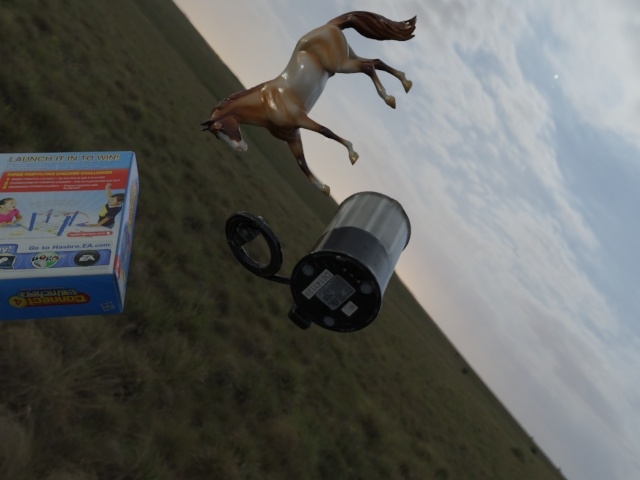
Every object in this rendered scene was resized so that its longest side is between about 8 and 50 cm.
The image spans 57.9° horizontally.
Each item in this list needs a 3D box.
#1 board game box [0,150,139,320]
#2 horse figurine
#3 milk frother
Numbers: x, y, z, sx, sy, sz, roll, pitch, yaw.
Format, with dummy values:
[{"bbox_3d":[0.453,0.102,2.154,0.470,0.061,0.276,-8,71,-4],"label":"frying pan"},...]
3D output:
[{"bbox_3d":[-0.452,-0.018,0.893,0.302,0.307,0.086,-102,-167,-48],"label":"board game box"},{"bbox_3d":[0.002,-0.185,0.711,0.174,0.263,0.066,38,0,-1],"label":"horse figurine"},{"bbox_3d":[0.000,0.000,0.558,0.143,0.129,0.135,56,31,-13],"label":"milk frother"}]
